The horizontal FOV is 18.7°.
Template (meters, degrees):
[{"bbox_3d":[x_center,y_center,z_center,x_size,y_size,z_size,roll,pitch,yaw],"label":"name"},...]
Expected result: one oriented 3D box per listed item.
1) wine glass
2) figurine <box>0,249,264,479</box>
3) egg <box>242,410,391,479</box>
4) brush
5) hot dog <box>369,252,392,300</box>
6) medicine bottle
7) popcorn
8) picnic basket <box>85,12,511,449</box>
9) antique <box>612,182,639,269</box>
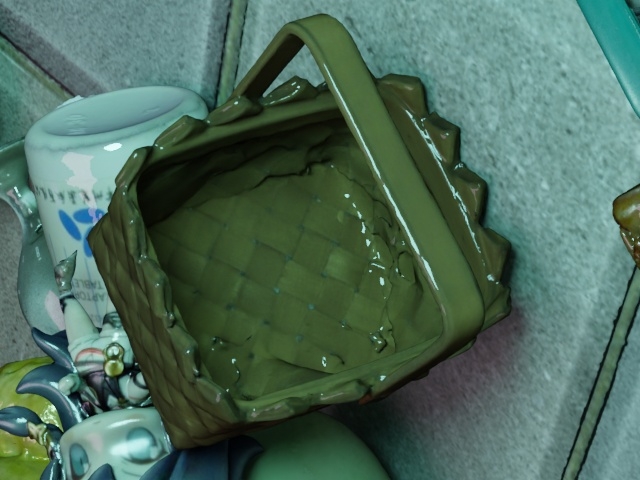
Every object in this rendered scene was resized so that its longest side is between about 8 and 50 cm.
[{"bbox_3d":[-0.256,0.020,1.913,0.241,0.126,0.126,55,143,11],"label":"wine glass"},{"bbox_3d":[-0.150,0.157,1.593,0.175,0.197,0.265,-18,55,43],"label":"figurine"},{"bbox_3d":[-0.021,0.285,1.712,0.218,0.218,0.295,19,119,44],"label":"egg"},{"bbox_3d":[0.200,-0.163,1.325,0.193,0.032,0.043,66,150,16],"label":"brush"},{"bbox_3d":[0.043,0.024,1.637,0.083,0.021,0.037,52,122,19],"label":"hot dog"},{"bbox_3d":[-0.155,0.018,1.750,0.170,0.170,0.293,11,121,47],"label":"medicine bottle"},{"bbox_3d":[-0.280,0.213,2.021,0.254,0.191,0.190,25,89,44],"label":"popcorn"},{"bbox_3d":[0.000,0.000,1.441,0.254,0.291,0.321,65,154,11],"label":"picnic basket"},{"bbox_3d":[0.305,0.082,1.290,0.087,0.093,0.310,-29,88,54],"label":"antique"}]
